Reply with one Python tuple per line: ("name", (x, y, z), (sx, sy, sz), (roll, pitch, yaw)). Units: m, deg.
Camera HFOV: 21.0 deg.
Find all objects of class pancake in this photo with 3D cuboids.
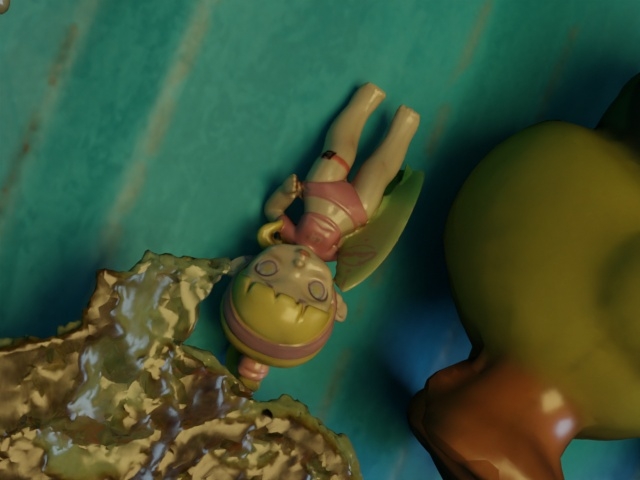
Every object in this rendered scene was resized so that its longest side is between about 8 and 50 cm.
("pancake", (-0.076, 0.200, 0.941), (0.305, 0.067, 0.427), (-47, 117, -6))

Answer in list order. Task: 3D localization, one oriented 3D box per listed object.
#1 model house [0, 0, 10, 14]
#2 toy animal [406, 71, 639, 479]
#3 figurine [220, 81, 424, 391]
("model house", (-0.127, -0.233, 0.698), (0.243, 0.298, 0.284), (3, 99, -32))
("toy animal", (0.179, 0.005, 0.999), (0.338, 0.216, 0.191), (-39, 85, -8))
("figurine", (0.000, 0.000, 0.972), (0.083, 0.083, 0.187), (39, 67, -32))
